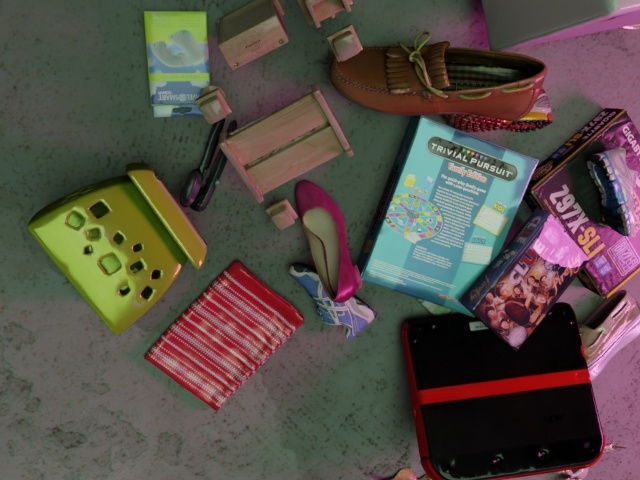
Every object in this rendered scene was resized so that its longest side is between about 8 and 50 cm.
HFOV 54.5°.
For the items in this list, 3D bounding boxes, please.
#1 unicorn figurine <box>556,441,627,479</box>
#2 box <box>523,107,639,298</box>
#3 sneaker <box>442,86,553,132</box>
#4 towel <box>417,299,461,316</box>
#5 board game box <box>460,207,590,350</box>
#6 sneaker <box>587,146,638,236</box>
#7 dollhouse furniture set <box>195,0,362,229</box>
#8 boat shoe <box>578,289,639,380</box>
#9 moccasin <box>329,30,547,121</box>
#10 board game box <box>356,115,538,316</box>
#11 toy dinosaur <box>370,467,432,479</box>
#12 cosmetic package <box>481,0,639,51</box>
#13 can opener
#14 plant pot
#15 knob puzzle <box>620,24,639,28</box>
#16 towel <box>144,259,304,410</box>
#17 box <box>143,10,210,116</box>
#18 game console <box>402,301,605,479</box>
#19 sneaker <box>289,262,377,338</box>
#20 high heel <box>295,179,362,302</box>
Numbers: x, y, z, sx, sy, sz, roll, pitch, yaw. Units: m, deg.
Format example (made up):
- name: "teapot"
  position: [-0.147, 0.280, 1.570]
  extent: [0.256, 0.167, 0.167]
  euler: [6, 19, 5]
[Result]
- name: "unicorn figurine"
  position: [0.640, 0.527, 1.506]
  extent: [0.111, 0.060, 0.162]
  euler: [15, 117, -16]
- name: "box"
  position: [0.609, -0.076, 1.330]
  extent: [0.257, 0.079, 0.322]
  euler: [-39, 109, 1]
- name: "sneaker"
  position: [0.344, -0.267, 1.229]
  extent: [0.225, 0.088, 0.093]
  euler: [-1, 81, -11]
- name: "towel"
  position: [0.293, 0.129, 1.343]
  extent: [0.152, 0.023, 0.113]
  euler: [41, 95, -21]
- name: "board game box"
  position: [0.412, 0.080, 1.243]
  extent: [0.165, 0.042, 0.243]
  euler: [39, 89, -28]
- name: "sneaker"
  position: [0.609, -0.100, 1.249]
  extent: [0.082, 0.071, 0.191]
  euler: [-27, 108, -10]
- name: "dollhouse furniture set"
  position: [-0.034, -0.249, 1.117]
  extent: [0.303, 0.174, 0.356]
  euler: [-25, 124, 9]
- name: "boat shoe"
  position: [0.605, 0.231, 1.405]
  extent: [0.302, 0.109, 0.094]
  euler: [-38, 93, -10]
- name: "moccasin"
  position: [0.206, -0.297, 1.111]
  extent: [0.379, 0.147, 0.139]
  euler: [11, 65, 4]
- name: "board game box"
  position: [0.246, -0.046, 1.240]
  extent: [0.253, 0.079, 0.336]
  euler: [19, 98, -9]
- name: "toy dinosaur"
  position: [0.184, 0.570, 1.423]
  extent: [0.183, 0.053, 0.093]
  euler: [5, 88, -21]
- name: "cosmetic package"
  position: [0.462, -0.554, 1.007]
  extent: [0.329, 0.327, 0.394]
  euler: [-15, 100, -15]
- name: "can opener"
  position: [-0.201, -0.140, 1.146]
  extent: [0.059, 0.073, 0.186]
  euler: [27, 88, -9]
- name: "plant pot"
  position: [-0.331, -0.008, 1.067]
  extent: [0.207, 0.228, 0.227]
  euler: [-35, 108, -8]
- name: "knob puzzle"
  position: [0.613, -0.515, 1.242]
  extent: [0.213, 0.030, 0.213]
  euler: [-3, 105, -12]
- name: "towel"
  position: [-0.188, 0.195, 1.247]
  extent: [0.275, 0.031, 0.199]
  euler: [-46, 108, 2]
- name: "box"
  position: [-0.251, -0.309, 1.098]
  extent: [0.108, 0.042, 0.179]
  euler: [-4, 104, -11]
- name: "game console"
  position: [0.379, 0.316, 1.294]
  extent: [0.386, 0.060, 0.342]
  euler: [-6, 73, -7]
- name: "sneaker"
  position: [0.017, 0.121, 1.247]
  extent: [0.211, 0.080, 0.081]
  euler: [38, 91, -17]
- name: "high heel"
  position: [0.000, 0.000, 1.165]
  extent: [0.082, 0.117, 0.244]
  euler: [-21, 89, 23]
